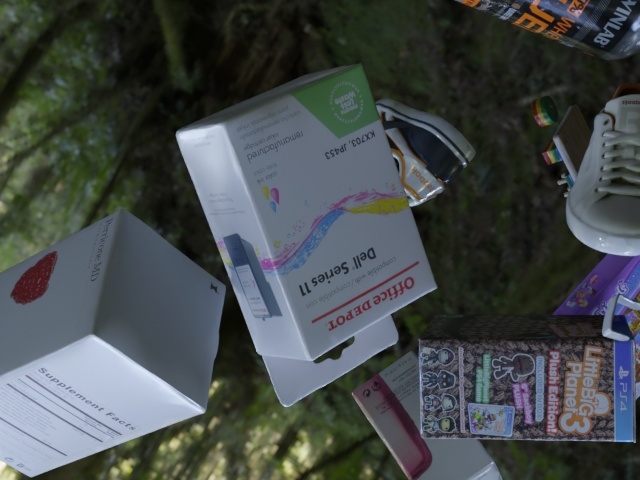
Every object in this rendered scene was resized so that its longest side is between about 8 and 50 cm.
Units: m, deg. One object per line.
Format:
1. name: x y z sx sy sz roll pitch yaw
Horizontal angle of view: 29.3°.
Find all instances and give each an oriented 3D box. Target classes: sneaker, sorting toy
1. sneaker: 0.120 -0.138 1.909 0.126 0.127 0.321 43 177 -17
2. sneaker: 0.339 -0.093 1.392 0.106 0.123 0.290 6 -148 10
3. sorting toy: 0.421 -0.129 2.024 0.274 0.046 0.132 60 -145 -16

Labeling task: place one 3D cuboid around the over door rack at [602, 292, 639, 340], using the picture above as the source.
1. over door rack: 0.534 0.047 1.457 0.324 0.239 0.108 6 -114 -18

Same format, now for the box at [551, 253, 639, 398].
1. box: 0.518 0.089 1.927 0.201 0.293 0.057 42 180 -28

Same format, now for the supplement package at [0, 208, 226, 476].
1. supplement package: -0.278 0.123 1.392 0.175 0.293 0.177 41 -141 -35

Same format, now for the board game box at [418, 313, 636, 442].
1. board game box: 0.296 0.191 1.757 0.291 0.141 0.232 -1 -175 10

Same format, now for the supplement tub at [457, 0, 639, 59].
1. supplement tub: 0.287 -0.341 1.434 0.338 0.207 0.207 20 -164 -6

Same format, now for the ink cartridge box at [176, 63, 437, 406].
1. ink cartridge box: 0.000 0.000 1.406 0.207 0.353 0.119 -28 -165 -32

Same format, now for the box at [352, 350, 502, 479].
1. box: 0.173 0.320 1.985 0.232 0.127 0.148 55 178 27
